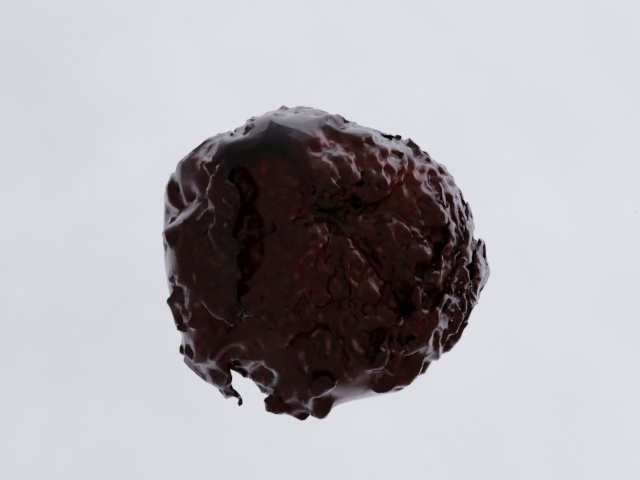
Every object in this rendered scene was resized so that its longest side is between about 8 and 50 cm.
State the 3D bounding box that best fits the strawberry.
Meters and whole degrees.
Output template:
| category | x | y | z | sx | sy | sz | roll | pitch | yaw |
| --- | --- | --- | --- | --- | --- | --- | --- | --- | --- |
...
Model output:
| category | x | y | z | sx | sy | sz | roll | pitch | yaw |
| --- | --- | --- | --- | --- | --- | --- | --- | --- | --- |
| strawberry | 0.000 | 0.000 | 0.902 | 0.274 | 0.220 | 0.274 | 4 | -127 | -6 |
